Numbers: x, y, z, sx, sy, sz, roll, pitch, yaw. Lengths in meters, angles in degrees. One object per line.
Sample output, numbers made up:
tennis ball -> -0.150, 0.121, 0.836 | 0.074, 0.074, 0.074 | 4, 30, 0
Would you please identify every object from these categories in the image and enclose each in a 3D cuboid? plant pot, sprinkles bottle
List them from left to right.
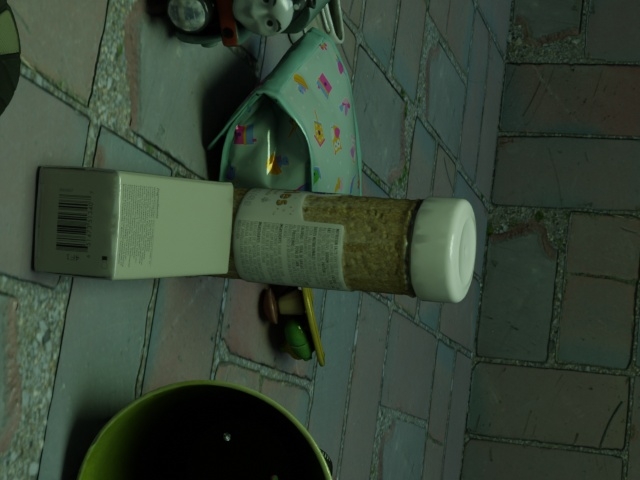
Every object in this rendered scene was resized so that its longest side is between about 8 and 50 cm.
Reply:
plant pot -> -0.109, 0.287, 1.397 | 0.293, 0.275, 0.275 | 34, 61, -85
sprinkles bottle -> 0.000, 0.000, 1.449 | 0.121, 0.355, 0.121 | 4, 90, -70

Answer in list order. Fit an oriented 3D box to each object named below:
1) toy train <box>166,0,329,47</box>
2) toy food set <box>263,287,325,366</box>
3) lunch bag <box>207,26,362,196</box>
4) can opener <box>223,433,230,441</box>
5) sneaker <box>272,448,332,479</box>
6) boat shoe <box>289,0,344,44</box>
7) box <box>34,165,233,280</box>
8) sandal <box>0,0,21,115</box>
toy train -> -0.057, -0.331, 1.474 | 0.334, 0.190, 0.142 | -56, 144, -55
toy food set -> -0.045, 0.098, 1.793 | 0.128, 0.071, 0.218 | -101, 179, -47
lunch bag -> -0.040, -0.126, 1.615 | 0.223, 0.160, 0.262 | -56, 150, -53
can opener -> -0.115, 0.353, 1.615 | 0.095, 0.076, 0.283 | 8, 87, -70
sneaker -> 0.005, 0.513, 1.791 | 0.185, 0.202, 0.483 | -42, 133, -64
boat shoe -> -0.002, -0.409, 1.771 | 0.095, 0.084, 0.258 | -50, 139, -59
box -> -0.190, -0.017, 1.305 | 0.275, 0.094, 0.113 | 4, 90, -71
sandal -> -0.337, -0.106, 0.907 | 0.303, 0.086, 0.120 | -46, 144, -40
